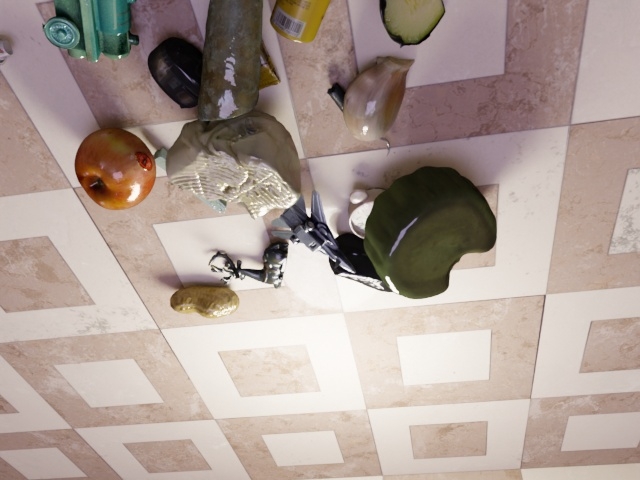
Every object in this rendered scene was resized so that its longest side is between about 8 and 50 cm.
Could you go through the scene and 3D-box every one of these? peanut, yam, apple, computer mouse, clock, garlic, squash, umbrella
[{"bbox_3d":[-0.375,0.198,1.923,0.225,0.108,0.095,4,141,0],"label":"peanut"},{"bbox_3d":[-0.181,-0.410,1.242,0.133,0.133,0.331,7,112,-5],"label":"yam"},{"bbox_3d":[-0.512,-0.177,1.486,0.209,0.164,0.210,16,127,22],"label":"apple"},{"bbox_3d":[0.153,0.064,1.744,0.269,0.138,0.086,21,147,-19],"label":"computer mouse"},{"bbox_3d":[0.155,-0.075,1.661,0.155,0.063,0.229,-27,131,23],"label":"clock"},{"bbox_3d":[0.121,-0.294,1.405,0.148,0.129,0.267,7,140,-5],"label":"garlic"},{"bbox_3d":[0.155,-0.489,1.208,0.085,0.184,0.192,17,149,45],"label":"squash"},{"bbox_3d":[0.064,-0.322,1.432,0.036,0.031,0.133,-25,130,23],"label":"umbrella"}]

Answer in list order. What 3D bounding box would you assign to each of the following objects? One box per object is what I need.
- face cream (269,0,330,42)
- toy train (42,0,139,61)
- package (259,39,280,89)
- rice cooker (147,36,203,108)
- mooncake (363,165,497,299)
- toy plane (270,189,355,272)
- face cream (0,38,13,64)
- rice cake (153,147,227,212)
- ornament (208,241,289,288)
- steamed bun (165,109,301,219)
[{"bbox_3d":[0.005,-0.558,1.142,0.104,0.105,0.349,16,133,-14],"label":"face cream"},{"bbox_3d":[-0.461,-0.506,1.205,0.194,0.120,0.298,4,136,-9],"label":"toy train"},{"bbox_3d":[-0.144,-0.394,1.354,0.071,0.047,0.131,-15,131,12],"label":"package"},{"bbox_3d":[-0.307,-0.372,1.336,0.106,0.112,0.165,-18,131,27],"label":"rice cooker"},{"bbox_3d":[0.275,-0.022,1.562,0.351,0.187,0.351,-13,132,-15],"label":"mooncake"},{"bbox_3d":[-0.005,0.005,1.648,0.267,0.088,0.212,48,126,-2],"label":"toy plane"},{"bbox_3d":[-0.804,-0.415,1.337,0.229,0.075,0.075,-8,135,9],"label":"face cream"},{"bbox_3d":[-0.346,-0.158,1.601,0.042,0.045,0.245,-32,126,26],"label":"rice cake"},{"bbox_3d":[-0.222,0.067,1.803,0.236,0.080,0.202,8,139,-6],"label":"ornament"},{"bbox_3d":[-0.194,-0.205,1.442,0.319,0.206,0.275,21,147,-19],"label":"steamed bun"}]
